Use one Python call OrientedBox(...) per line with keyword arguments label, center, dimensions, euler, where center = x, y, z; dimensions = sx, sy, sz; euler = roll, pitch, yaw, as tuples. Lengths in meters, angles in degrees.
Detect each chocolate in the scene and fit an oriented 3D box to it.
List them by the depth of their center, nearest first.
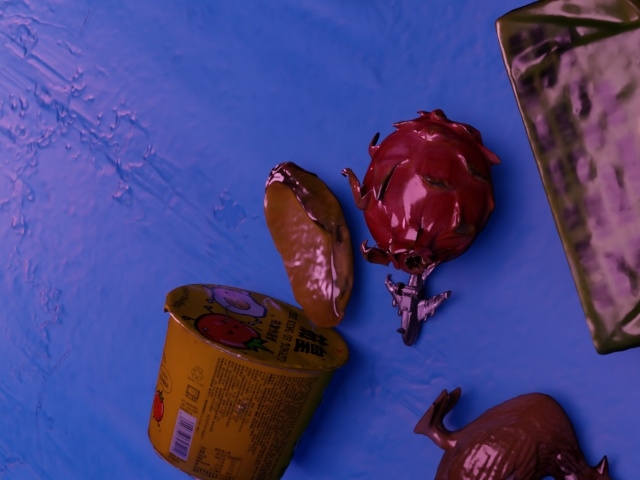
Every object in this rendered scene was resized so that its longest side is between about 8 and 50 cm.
OrientedBox(label="chocolate", center=(0.325, -0.088, 1.031), dimensions=(0.288, 0.137, 0.301), euler=(-21, 77, 26))

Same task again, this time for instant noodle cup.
OrientedBox(label="instant noodle cup", center=(-0.080, 0.142, 1.221), dimensions=(0.182, 0.182, 0.144), euler=(28, 107, 28))

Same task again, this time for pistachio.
OrientedBox(label="pistachio", center=(0.000, 0.000, 1.252), dimensions=(0.089, 0.049, 0.173), euler=(-36, 70, 48))

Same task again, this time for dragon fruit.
OrientedBox(label="dragon fruit", center=(0.095, -0.036, 1.156), dimensions=(0.136, 0.133, 0.166), euler=(-7, 48, 23))

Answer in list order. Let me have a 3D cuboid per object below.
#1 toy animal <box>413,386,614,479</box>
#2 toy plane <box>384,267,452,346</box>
OrientedBox(label="toy animal", center=(0.156, 0.218, 1.134), dimensions=(0.179, 0.089, 0.188), euler=(37, 100, 13))
OrientedBox(label="toy plane", center=(0.087, 0.058, 1.210), dimensions=(0.078, 0.031, 0.083), euler=(12, 89, 45))
